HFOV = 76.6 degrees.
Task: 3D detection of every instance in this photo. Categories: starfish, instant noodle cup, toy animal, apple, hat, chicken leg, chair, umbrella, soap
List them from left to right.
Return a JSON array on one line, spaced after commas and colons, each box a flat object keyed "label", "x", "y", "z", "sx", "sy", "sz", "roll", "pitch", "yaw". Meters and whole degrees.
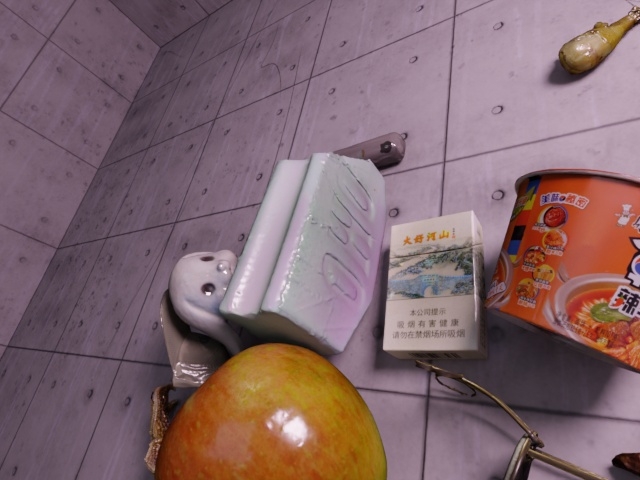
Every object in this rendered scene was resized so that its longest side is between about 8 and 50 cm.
[{"label": "starfish", "x": -0.364, "y": 0.456, "z": 0.932, "sx": 0.071, "sy": 0.216, "sz": 0.237, "roll": -10, "pitch": 84, "yaw": -9}, {"label": "hat", "x": -0.273, "y": 0.222, "z": 0.929, "sx": 0.214, "sy": 0.149, "sz": 0.244, "roll": 161, "pitch": 109, "yaw": -80}, {"label": "toy animal", "x": -0.202, "y": 0.119, "z": 0.928, "sx": 0.174, "sy": 0.289, "sz": 0.249, "roll": -31, "pitch": 27, "yaw": 22}, {"label": "apple", "x": -0.067, "y": 0.337, "z": 0.622, "sx": 0.340, "sy": 0.340, "sz": 0.339, "roll": -20, "pitch": 52, "yaw": 28}, {"label": "soap", "x": 0.000, "y": 0.000, "z": 0.819, "sx": 0.156, "sy": 0.261, "sz": 0.445, "roll": -13, "pitch": 47, "yaw": 36}, {"label": "umbrella", "x": 0.058, "y": -0.201, "z": 1.049, "sx": 0.338, "sy": 0.067, "sz": 0.073, "roll": -11, "pitch": 44, "yaw": 34}, {"label": "chair", "x": 0.253, "y": 0.300, "z": 0.511, "sx": 0.326, "sy": 0.160, "sz": 0.170, "roll": 18, "pitch": 77, "yaw": 39}, {"label": "instant noodle cup", "x": 0.354, "y": 0.045, "z": 0.543, "sx": 0.251, "sy": 0.251, "sz": 0.192, "roll": 22, "pitch": 87, "yaw": 45}, {"label": "chicken leg", "x": 0.543, "y": -0.393, "z": 0.789, "sx": 0.178, "sy": 0.070, "sz": 0.093, "roll": -36, "pitch": 40, "yaw": 6}]

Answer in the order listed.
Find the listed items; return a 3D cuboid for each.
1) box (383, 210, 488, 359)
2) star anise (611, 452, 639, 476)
[{"label": "box", "x": 0.210, "y": 0.082, "z": 0.741, "sx": 0.164, "sy": 0.069, "sz": 0.256, "roll": -11, "pitch": 57, "yaw": 34}, {"label": "star anise", "x": 0.411, "y": 0.237, "z": 0.433, "sx": 0.158, "sy": 0.144, "sz": 0.140, "roll": -39, "pitch": 36, "yaw": 14}]
